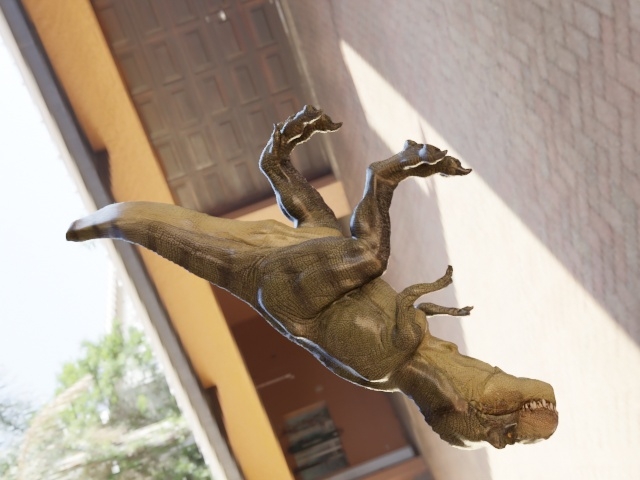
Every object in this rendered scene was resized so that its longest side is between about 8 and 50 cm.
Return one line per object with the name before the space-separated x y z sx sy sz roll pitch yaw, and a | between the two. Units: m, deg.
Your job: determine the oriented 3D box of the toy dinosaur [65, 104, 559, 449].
toy dinosaur | 0.000 0.000 0.396 0.268 0.118 0.064 25 -179 17
